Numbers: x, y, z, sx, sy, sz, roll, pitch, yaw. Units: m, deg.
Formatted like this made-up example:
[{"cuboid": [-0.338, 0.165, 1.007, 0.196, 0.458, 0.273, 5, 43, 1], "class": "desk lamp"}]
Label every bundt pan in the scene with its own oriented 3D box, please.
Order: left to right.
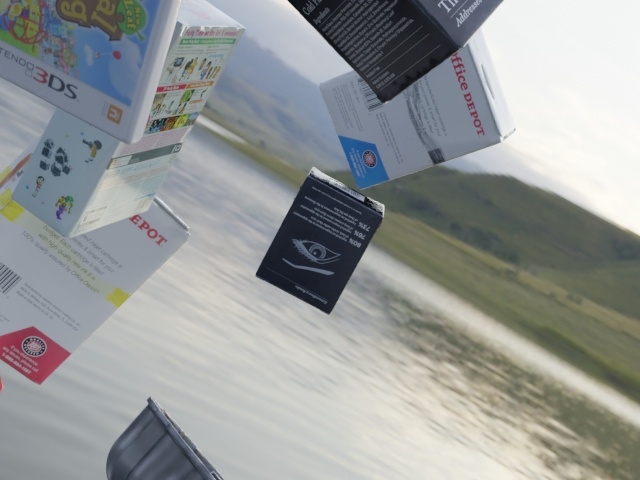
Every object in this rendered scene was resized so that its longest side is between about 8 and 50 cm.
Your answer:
[{"cuboid": [-0.177, 0.377, 1.346, 0.331, 0.124, 0.331, 48, -12, 14], "class": "bundt pan"}]

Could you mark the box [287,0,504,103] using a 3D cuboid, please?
[{"cuboid": [0.097, -0.391, 1.071, 0.312, 0.343, 0.179, 44, -23, -8], "class": "box"}]

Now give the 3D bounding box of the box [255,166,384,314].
[{"cuboid": [0.000, 0.000, 1.720, 0.153, 0.207, 0.108, 29, 13, -2], "class": "box"}]

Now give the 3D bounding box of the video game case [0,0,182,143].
[{"cuboid": [-0.189, -0.204, 0.714, 0.193, 0.212, 0.023, 28, 27, 10], "class": "video game case"}]

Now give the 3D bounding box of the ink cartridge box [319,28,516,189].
[{"cuboid": [0.187, -0.255, 1.869, 0.129, 0.307, 0.223, -33, 104, -61], "class": "ink cartridge box"}]

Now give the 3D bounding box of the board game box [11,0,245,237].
[{"cuboid": [-0.239, -0.167, 1.252, 0.097, 0.303, 0.224, 35, 17, 6], "class": "board game box"}]

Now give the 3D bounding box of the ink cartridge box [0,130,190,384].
[{"cuboid": [-0.460, 0.011, 1.689, 0.279, 0.385, 0.160, 46, 0, -32], "class": "ink cartridge box"}]

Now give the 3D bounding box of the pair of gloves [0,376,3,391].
[{"cuboid": [-0.373, 0.085, 0.830, 0.023, 0.159, 0.198, -156, -137, -82], "class": "pair of gloves"}]
